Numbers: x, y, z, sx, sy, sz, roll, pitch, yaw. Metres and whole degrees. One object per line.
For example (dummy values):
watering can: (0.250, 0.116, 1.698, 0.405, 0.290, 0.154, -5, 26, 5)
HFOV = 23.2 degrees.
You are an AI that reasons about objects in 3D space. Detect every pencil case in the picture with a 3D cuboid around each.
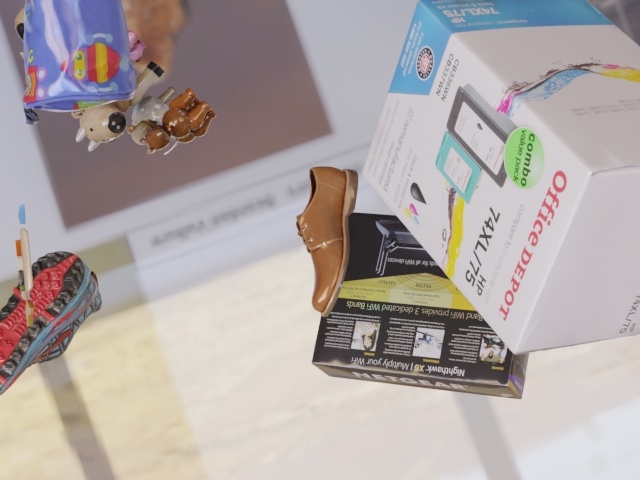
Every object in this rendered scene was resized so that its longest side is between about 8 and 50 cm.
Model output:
pencil case: (-0.271, -0.280, 1.646, 0.119, 0.306, 0.133, -7, -179, -18)

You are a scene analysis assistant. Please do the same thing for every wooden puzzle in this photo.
wooden puzzle: (-0.314, 0.027, 1.643, 0.014, 0.116, 0.078, -4, 164, -15)

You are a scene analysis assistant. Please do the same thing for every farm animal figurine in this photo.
farm animal figurine: (-0.340, -0.238, 2.378, 0.172, 0.330, 0.327, -48, -162, -3)

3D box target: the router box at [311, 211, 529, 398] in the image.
router box: (0.161, 0.092, 2.285, 0.309, 0.243, 0.081, 5, 162, 24)

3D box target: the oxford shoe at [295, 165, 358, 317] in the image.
oxford shoe: (0.000, 0.000, 2.097, 0.076, 0.212, 0.076, 11, 158, -16)

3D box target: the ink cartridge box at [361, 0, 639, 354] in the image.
ink cartridge box: (0.205, -0.066, 1.387, 0.197, 0.270, 0.198, -7, 130, -31)

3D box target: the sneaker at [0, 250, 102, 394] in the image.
sneaker: (-0.383, 0.141, 2.047, 0.262, 0.104, 0.125, -44, 150, -5)
